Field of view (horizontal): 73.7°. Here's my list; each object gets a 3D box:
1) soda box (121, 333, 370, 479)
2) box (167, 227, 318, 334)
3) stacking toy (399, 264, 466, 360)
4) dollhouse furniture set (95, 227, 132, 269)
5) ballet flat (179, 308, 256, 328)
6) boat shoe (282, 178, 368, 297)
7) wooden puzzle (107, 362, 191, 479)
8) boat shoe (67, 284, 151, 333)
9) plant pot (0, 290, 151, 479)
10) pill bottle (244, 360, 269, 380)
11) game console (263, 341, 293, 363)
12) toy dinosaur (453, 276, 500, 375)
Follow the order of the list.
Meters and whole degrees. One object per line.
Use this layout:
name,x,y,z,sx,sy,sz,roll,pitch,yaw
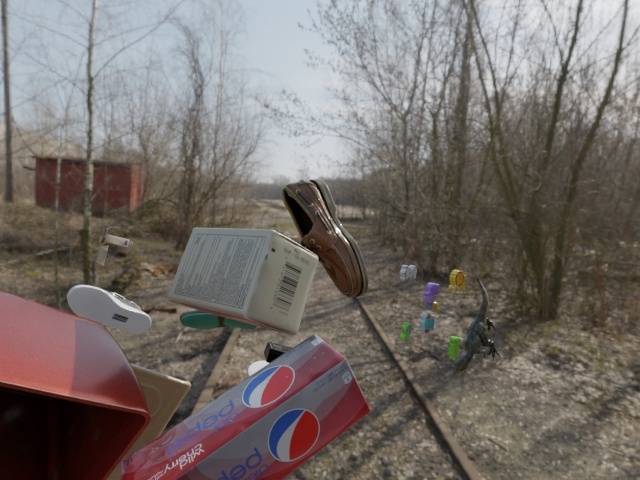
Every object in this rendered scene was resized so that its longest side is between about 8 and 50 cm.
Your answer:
soda box,-0.079,0.220,0.480,0.263,0.083,0.092,-31,20,-18
box,-0.142,0.068,0.769,0.232,0.148,0.127,3,-20,42
stacking toy,0.275,0.173,1.085,0.052,0.221,0.167,1,6,-40
dollhouse furniture set,-0.598,0.039,1.233,0.081,0.114,0.091,19,-30,-31
ballet flat,-0.279,0.207,1.208,0.221,0.077,0.079,3,41,-9
boat shoe,0.000,0.000,0.982,0.104,0.307,0.111,-12,-25,-35
wooden puzzle,-0.562,0.442,1.091,0.348,0.322,0.080,32,0,-34
boat shoe,-0.710,0.220,1.435,0.102,0.108,0.301,30,-7,43
plant pot,-0.437,0.228,0.604,0.267,0.267,0.236,32,10,-36
pill bottle,-0.209,0.560,1.474,0.153,0.264,0.153,11,20,-4
game console,-0.024,0.316,1.023,0.213,0.044,0.361,19,-6,-9
toy dinosaur,0.428,0.243,1.137,0.118,0.268,0.064,33,-23,-31
